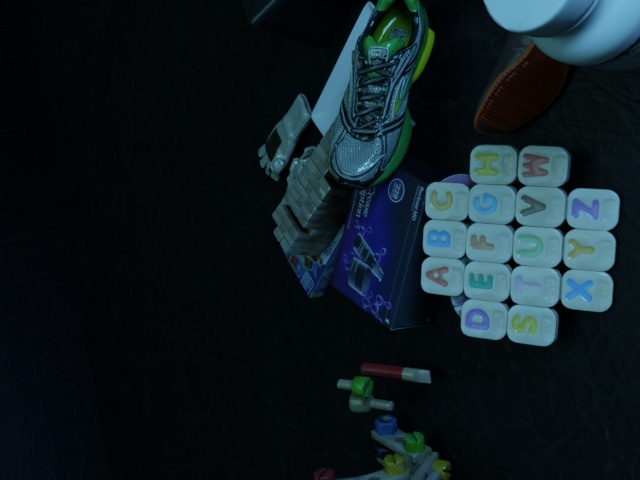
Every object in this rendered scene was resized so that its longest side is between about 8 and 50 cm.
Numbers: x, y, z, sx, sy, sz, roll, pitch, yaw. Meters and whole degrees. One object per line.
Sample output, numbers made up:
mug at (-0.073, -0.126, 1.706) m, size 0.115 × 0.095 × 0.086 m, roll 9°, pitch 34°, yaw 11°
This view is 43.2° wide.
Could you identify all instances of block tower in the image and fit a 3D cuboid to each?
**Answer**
block tower at (0.031, -0.120, 1.491) m, size 0.335 × 0.097 × 0.091 m, roll -54°, pitch 51°, yaw 29°

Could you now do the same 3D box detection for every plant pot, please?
plant pot at (-0.035, -0.506, 1.538) m, size 0.167 × 0.187 × 0.188 m, roll -32°, pitch 65°, yaw 38°

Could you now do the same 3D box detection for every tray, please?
tray at (0.073, -0.293, 1.515) m, size 0.145 × 0.030 × 0.270 m, roll 60°, pitch 136°, yaw 34°

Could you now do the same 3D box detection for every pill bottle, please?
pill bottle at (0.337, -0.278, 0.901) m, size 0.176 × 0.318 × 0.176 m, roll 2°, pitch 93°, yaw 55°

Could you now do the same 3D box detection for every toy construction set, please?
toy construction set at (0.145, 0.365, 1.338) m, size 0.237 × 0.257 × 0.309 m, roll -1°, pitch 80°, yaw 38°

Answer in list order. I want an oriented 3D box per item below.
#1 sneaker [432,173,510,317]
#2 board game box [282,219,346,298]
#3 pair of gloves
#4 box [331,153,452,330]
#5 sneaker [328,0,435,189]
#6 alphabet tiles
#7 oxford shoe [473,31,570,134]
sneaker at (0.239, 0.015, 1.254) m, size 0.095 × 0.104 × 0.236 m, roll -12°, pitch 88°, yaw 14°
board game box at (0.000, 0.000, 1.631) m, size 0.136 × 0.035 × 0.201 m, roll 59°, pitch 136°, yaw 33°
pair of gloves at (-0.063, -0.157, 1.673) m, size 0.204 × 0.042 × 0.240 m, roll -50°, pitch 44°, yaw 46°
box at (0.131, -0.005, 1.395) m, size 0.184 × 0.103 × 0.261 m, roll 33°, pitch 118°, yaw 46°
sneaker at (0.084, -0.248, 1.302) m, size 0.134 × 0.146 × 0.344 m, roll 11°, pitch 81°, yaw 18°
alphabet tiles at (0.277, 0.006, 1.157) m, size 0.278 × 0.021 × 0.284 m, roll 6°, pitch 98°, yaw 28°
oxford shoe at (0.306, -0.269, 1.161) m, size 0.271 × 0.096 × 0.098 m, roll -55°, pitch 30°, yaw 35°
